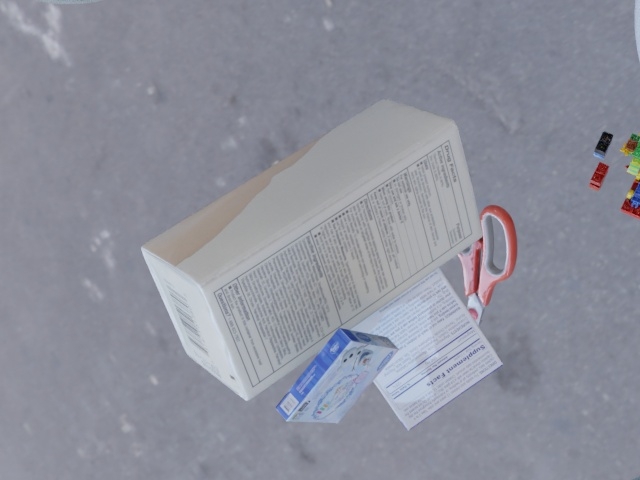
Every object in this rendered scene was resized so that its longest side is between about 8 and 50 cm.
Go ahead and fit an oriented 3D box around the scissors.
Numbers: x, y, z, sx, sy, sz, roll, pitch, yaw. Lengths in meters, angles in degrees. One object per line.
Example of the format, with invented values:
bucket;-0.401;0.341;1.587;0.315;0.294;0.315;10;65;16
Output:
scissors;0.208;0.084;1.496;0.109;0.021;0.297;17;124;38

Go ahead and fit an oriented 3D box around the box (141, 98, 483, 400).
box;0.000;0.000;1.139;0.121;0.311;0.148;27;142;50

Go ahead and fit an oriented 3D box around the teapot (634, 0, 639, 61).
teapot;0.317;-0.137;0.662;0.256;0.252;0.187;42;-176;-13

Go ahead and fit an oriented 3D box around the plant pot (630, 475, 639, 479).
plant pot;0.346;0.253;0.901;0.293;0.196;0.293;167;90;-84

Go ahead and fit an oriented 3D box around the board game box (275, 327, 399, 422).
board game box;0.015;0.118;0.994;0.020;0.090;0.090;45;103;29

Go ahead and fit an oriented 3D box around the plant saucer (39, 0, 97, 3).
plant saucer;-0.105;-0.329;0.616;0.100;0.400;0.400;6;121;22

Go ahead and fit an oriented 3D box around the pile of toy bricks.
pile of toy bricks;0.471;-0.130;1.703;0.118;0.212;0.105;26;169;15

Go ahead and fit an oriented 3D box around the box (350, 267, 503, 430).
box;0.101;0.106;1.235;0.137;0.126;0.072;56;179;-11
